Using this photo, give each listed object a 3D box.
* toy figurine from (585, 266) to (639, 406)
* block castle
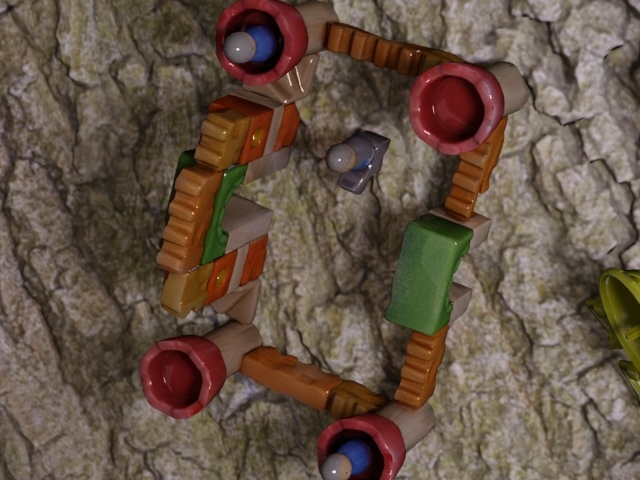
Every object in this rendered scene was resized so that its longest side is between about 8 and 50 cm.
[{"bbox_3d":[0.431,0.150,1.613,0.217,0.191,0.362,-27,82,-2],"label":"toy figurine"},{"bbox_3d":[0.000,0.000,1.710,0.303,0.213,0.453,22,111,20],"label":"block castle"}]
